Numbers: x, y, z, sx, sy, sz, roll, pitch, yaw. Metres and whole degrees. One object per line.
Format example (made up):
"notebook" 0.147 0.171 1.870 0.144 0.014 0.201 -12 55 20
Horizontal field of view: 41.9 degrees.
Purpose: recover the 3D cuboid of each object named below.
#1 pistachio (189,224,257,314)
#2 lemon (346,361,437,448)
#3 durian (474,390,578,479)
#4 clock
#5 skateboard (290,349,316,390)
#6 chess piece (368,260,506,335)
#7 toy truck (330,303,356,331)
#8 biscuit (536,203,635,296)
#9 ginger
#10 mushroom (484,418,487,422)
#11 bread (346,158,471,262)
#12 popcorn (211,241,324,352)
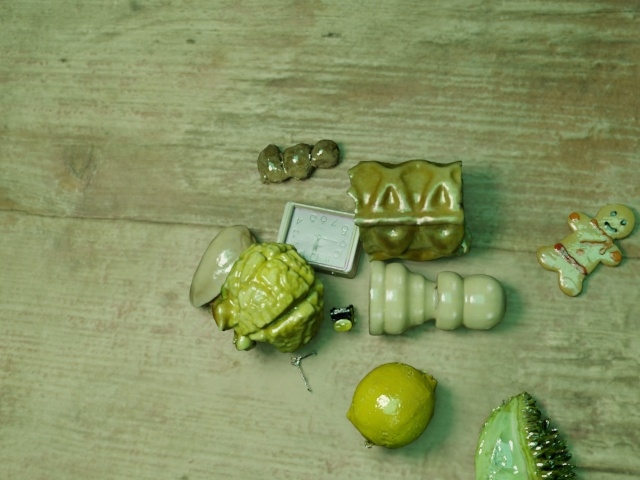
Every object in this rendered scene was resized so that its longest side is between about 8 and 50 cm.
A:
"pistachio" -0.224 0.066 1.956 0.152 0.126 0.223 22 85 49
"lemon" 0.158 0.349 1.784 0.206 0.173 0.173 -35 72 -8
"durian" 0.422 0.511 1.737 0.198 0.163 0.395 -12 65 40
"clock" 0.000 0.000 1.955 0.191 0.071 0.147 12 78 13
"skateboard" -0.027 0.298 1.908 0.063 0.032 0.083 -20 70 -6
"chess piece" 0.256 0.129 1.842 0.299 0.167 0.167 1 76 4
"toy truck" 0.052 0.176 1.896 0.049 0.083 0.054 -11 89 8
"biscuit" 0.600 0.005 1.863 0.234 0.030 0.153 -38 74 0
"ginger" -0.053 -0.194 2.010 0.204 0.080 0.104 -7 69 11
"mushroom" 0.364 0.525 1.781 0.026 0.028 0.286 -17 66 51
"bread" 0.205 -0.065 1.868 0.252 0.239 0.196 -9 37 13
"popcorn" -0.106 0.132 1.835 0.224 0.270 0.258 47 120 35
